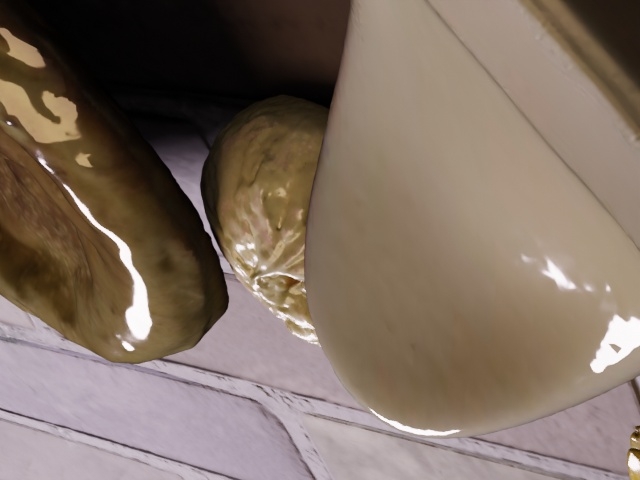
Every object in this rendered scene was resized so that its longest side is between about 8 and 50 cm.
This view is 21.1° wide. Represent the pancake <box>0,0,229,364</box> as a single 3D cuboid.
[{"bbox_3d":[-0.152,-0.058,0.714,0.294,0.049,0.294,39,158,20],"label":"pancake"}]

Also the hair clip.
[{"bbox_3d":[0.065,-0.025,0.497,0.172,0.113,0.282,52,160,19],"label":"hair clip"}]

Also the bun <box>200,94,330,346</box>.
[{"bbox_3d":[0.000,0.000,0.667,0.115,0.069,0.115,28,150,18],"label":"bun"}]

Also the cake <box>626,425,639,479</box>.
[{"bbox_3d":[0.197,0.143,0.658,0.185,0.079,0.116,17,142,23],"label":"cake"}]
